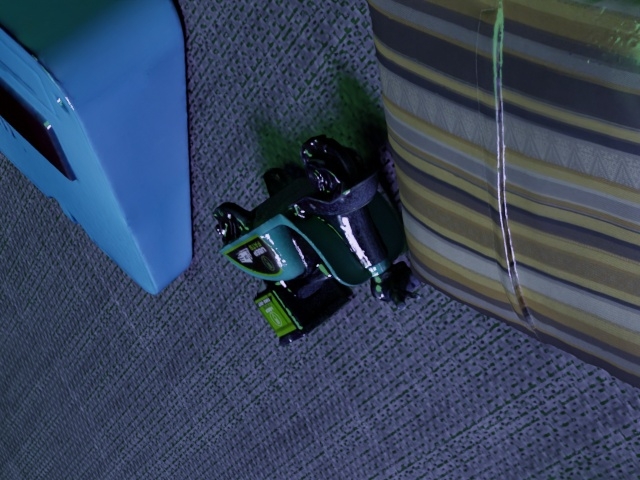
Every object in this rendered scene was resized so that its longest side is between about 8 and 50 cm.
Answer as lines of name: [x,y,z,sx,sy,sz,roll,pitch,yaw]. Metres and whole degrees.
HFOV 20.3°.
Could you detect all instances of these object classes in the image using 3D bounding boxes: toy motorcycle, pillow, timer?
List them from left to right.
timer: [-0.170,-0.105,1.170,0.232,0.091,0.250,41,158,30]
toy motorcycle: [0.000,0.000,0.984,0.100,0.058,0.173,54,153,-4]
pillow: [0.099,-0.034,0.792,0.208,0.052,0.212,24,137,42]
